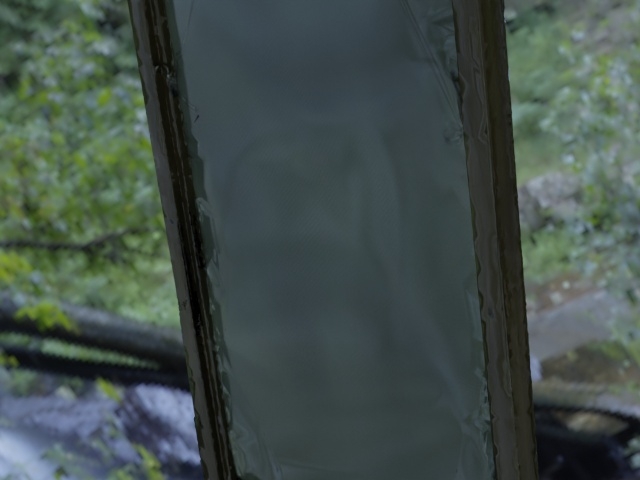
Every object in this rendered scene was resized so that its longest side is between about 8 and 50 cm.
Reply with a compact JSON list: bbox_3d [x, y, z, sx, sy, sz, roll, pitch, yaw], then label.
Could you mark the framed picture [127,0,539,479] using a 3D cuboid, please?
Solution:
[{"bbox_3d":[0.000,0.000,0.381,0.010,0.201,0.136,-22,25,-34],"label":"framed picture"}]
